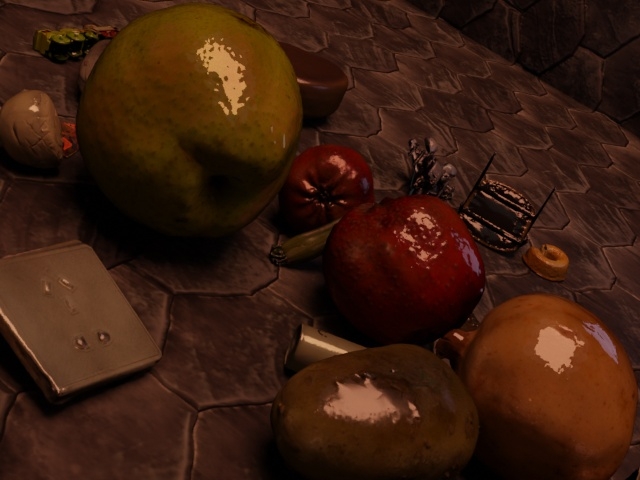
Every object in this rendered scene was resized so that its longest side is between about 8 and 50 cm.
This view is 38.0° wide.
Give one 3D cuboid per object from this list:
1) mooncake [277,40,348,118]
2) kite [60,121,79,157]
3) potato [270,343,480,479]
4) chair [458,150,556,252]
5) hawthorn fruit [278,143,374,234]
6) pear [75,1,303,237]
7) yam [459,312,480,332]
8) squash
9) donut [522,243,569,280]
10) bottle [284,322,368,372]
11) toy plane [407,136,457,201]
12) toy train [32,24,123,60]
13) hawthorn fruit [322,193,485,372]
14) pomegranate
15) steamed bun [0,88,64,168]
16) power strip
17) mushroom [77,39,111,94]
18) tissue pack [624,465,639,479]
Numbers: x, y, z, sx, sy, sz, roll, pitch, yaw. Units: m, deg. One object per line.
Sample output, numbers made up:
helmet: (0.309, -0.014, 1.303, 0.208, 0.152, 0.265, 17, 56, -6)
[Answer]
mooncake: (-0.058, -0.362, 2.156, 0.235, 0.117, 0.235, 19, 31, -12)
kite: (-0.457, -0.181, 1.628, 0.222, 0.008, 0.125, 6, 35, -35)
potato: (0.073, 0.235, 1.213, 0.307, 0.173, 0.210, 1, 39, -36)
chair: (0.391, -0.066, 2.013, 0.159, 0.172, 0.247, 31, -15, 8)
hawthorn fruit: (0.014, -0.097, 1.719, 0.179, 0.179, 0.200, 25, 19, -4)
pear: (-0.203, -0.177, 1.486, 0.391, 0.391, 0.391, 20, 29, -12)
yam: (0.246, 0.141, 1.634, 0.061, 0.061, 0.253, 10, 33, -29)
squash: (0.000, 0.000, 1.609, 0.183, 0.052, 0.052, -23, 45, -9)
donut: (0.497, 0.045, 2.027, 0.108, 0.043, 0.097, -15, 48, -46)
bottle: (0.051, 0.189, 1.374, 0.201, 0.072, 0.072, 22, 29, -9)
toy plane: (0.236, -0.137, 2.068, 0.169, 0.078, 0.246, 52, 29, -12)
toy train: (-0.490, -0.422, 1.958, 0.085, 0.053, 0.250, 30, 27, 18)
hawthorn fruit: (0.142, 0.077, 1.493, 0.254, 0.254, 0.300, -5, 69, -45)
pomegranate: (0.327, 0.226, 1.353, 0.307, 0.307, 0.307, 20, 29, -12)
steamed bun: (-0.471, -0.174, 1.502, 0.091, 0.130, 0.112, -11, 52, -3)
power strip: (-0.332, 0.109, 1.192, 0.213, 0.064, 0.198, 52, 33, 15)
mushroom: (-0.423, -0.343, 1.843, 0.096, 0.099, 0.278, 24, 25, -18)
tissue pack: (0.486, 0.408, 1.359, 0.103, 0.090, 0.170, 34, 31, 14)
